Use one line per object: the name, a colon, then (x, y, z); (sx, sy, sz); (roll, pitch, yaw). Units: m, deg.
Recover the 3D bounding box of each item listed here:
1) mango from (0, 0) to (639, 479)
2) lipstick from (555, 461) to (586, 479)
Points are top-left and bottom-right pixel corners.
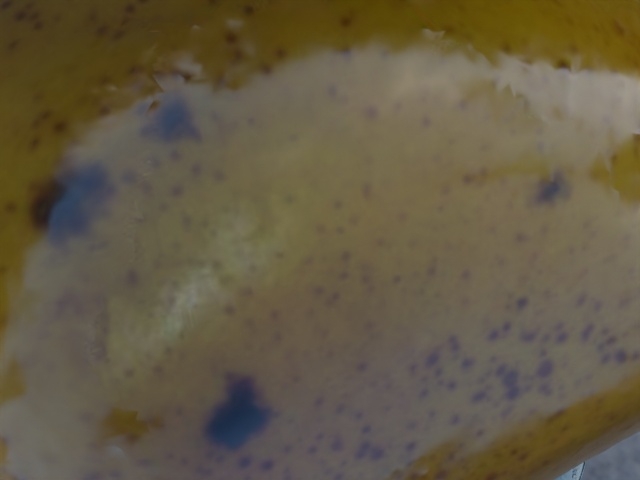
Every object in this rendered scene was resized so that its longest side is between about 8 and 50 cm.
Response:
mango: (0.000, 0.000, 0.448); (0.290, 0.160, 0.191); (-11, 120, -15)
lipstick: (0.224, 0.107, 1.526); (0.076, 0.077, 0.289); (27, 69, -24)
